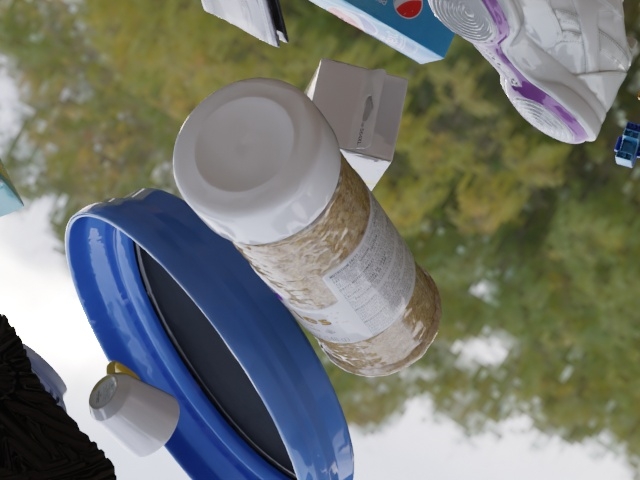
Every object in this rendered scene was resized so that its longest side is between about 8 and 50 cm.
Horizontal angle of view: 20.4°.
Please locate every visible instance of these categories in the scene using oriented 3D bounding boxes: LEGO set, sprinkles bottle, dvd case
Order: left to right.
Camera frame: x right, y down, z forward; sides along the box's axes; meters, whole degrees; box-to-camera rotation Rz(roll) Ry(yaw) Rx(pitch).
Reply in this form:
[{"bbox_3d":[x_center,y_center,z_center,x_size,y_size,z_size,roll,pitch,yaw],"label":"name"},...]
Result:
[{"bbox_3d":[-0.100,-0.299,1.848,0.018,0.164,0.221,-22,-156,-17],"label":"dvd case"},{"bbox_3d":[0.000,0.000,1.454,0.121,0.121,0.355,39,174,30],"label":"sprinkles bottle"},{"bbox_3d":[0.416,-0.145,2.154,0.087,0.227,0.093,17,168,17],"label":"LEGO set"}]

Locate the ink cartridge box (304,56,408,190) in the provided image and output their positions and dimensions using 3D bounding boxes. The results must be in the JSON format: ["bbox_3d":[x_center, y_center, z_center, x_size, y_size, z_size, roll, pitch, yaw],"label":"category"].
[{"bbox_3d":[0.025,-0.111,1.742,0.090,0.092,0.143,14,160,-7],"label":"ink cartridge box"}]

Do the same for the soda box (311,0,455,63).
[{"bbox_3d":[0.052,-0.276,1.955,0.210,0.071,0.067,27,170,-18],"label":"soda box"}]

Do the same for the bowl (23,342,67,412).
[{"bbox_3d":[-0.298,0.149,1.714,0.170,0.080,0.170,35,157,18],"label":"bowl"}]

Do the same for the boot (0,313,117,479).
[{"bbox_3d":[-0.298,0.213,1.401,0.131,0.260,0.348,-6,-145,-36],"label":"boot"}]

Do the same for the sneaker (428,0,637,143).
[{"bbox_3d":[0.195,-0.227,1.636,0.114,0.152,0.305,24,163,45],"label":"sneaker"}]

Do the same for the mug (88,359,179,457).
[{"bbox_3d":[-0.169,0.143,1.529,0.064,0.062,0.078,40,168,-37],"label":"mug"}]

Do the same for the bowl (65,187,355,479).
[{"bbox_3d":[-0.108,0.122,1.744,0.391,0.077,0.391,44,155,28],"label":"bowl"}]

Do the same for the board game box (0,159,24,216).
[{"bbox_3d":[-0.435,-0.070,1.352,0.254,0.336,0.079,63,177,13],"label":"board game box"}]
